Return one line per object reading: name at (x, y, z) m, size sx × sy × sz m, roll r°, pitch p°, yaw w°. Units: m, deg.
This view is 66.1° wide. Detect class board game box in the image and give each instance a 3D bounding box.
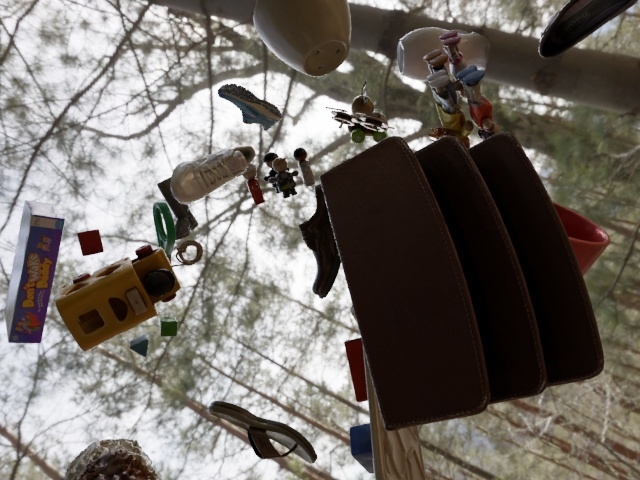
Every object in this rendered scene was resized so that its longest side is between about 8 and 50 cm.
board game box at (-0.801, 0.079, 1.369) m, size 0.078 × 0.233 × 0.347 m, roll 10°, pitch -83°, yaw -37°

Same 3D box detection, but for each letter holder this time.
letter holder at (0.156, 0.029, 0.555) m, size 0.152 × 0.214 × 0.302 m, roll 9°, pitch -118°, yaw -52°

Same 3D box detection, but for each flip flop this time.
flip flop at (-0.139, 0.453, 1.130) m, size 0.112 × 0.277 × 0.080 m, roll 110°, pitch -176°, yaw -55°

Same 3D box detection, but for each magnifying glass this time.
magnifying glass at (-0.342, 0.015, 1.079) m, size 0.026 × 0.092 × 0.231 m, roll -18°, pitch -43°, yaw -29°

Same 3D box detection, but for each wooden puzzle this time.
wooden puzzle at (0.119, 0.334, 0.882) m, size 0.348 × 0.080 × 0.322 m, roll -98°, pitch -16°, yaw -45°

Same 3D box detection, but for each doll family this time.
doll family at (0.240, -0.256, 0.905) m, size 0.163 × 0.118 × 0.263 m, roll 56°, pitch -158°, yaw -37°

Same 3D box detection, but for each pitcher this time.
pitcher at (0.300, -0.488, 1.256) m, size 0.178 × 0.207 × 0.125 m, roll -100°, pitch 4°, yaw -49°

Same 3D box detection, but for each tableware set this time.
tableware set at (0.111, -0.350, 1.468) m, size 0.128 × 0.194 × 0.039 m, roll 12°, pitch -84°, yaw -56°

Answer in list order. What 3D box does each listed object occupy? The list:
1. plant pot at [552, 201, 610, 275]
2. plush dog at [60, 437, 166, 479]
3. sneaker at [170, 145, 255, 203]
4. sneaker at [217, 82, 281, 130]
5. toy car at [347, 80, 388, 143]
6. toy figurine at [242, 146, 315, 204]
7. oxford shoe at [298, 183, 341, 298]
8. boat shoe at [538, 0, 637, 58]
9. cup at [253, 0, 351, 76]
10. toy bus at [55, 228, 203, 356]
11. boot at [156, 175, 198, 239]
plant pot at (0.397, 0.045, 1.009) m, size 0.275 × 0.275 × 0.243 m, roll -28°, pitch -39°, yaw -60°
plush dog at (-0.209, 0.320, 0.503) m, size 0.210 × 0.225 × 0.262 m, roll -7°, pitch -15°, yaw -27°
sneaker at (-0.305, -0.207, 1.413) m, size 0.305 × 0.152 × 0.114 m, roll -48°, pitch -63°, yaw -48°
sneaker at (-0.173, -0.307, 1.162) m, size 0.073 × 0.162 × 0.063 m, roll -47°, pitch 33°, yaw 29°
toy car at (0.168, -0.467, 1.753) m, size 0.155 × 0.149 × 0.188 m, roll -89°, pitch -4°, yaw -46°
toy figurine at (-0.140, -0.226, 1.656) m, size 0.213 × 0.209 × 0.148 m, roll -35°, pitch -69°, yaw -49°
oxford shoe at (0.000, 0.000, 0.955) m, size 0.083 × 0.096 × 0.227 m, roll -133°, pitch 51°, yaw -84°
boat shoe at (0.587, -0.498, 1.016) m, size 0.095 × 0.112 × 0.335 m, roll -56°, pitch 5°, yaw -23°
cup at (-0.027, -0.696, 1.639) m, size 0.331 × 0.237 × 0.331 m, roll -23°, pitch -18°, yaw -8°
toy bus at (-0.287, 0.081, 0.743) m, size 0.191 × 0.104 × 0.202 m, roll 19°, pitch -87°, yaw -26°
boot at (-0.531, -0.119, 1.785) m, size 0.190 × 0.076 × 0.208 m, roll -79°, pitch -26°, yaw -65°
